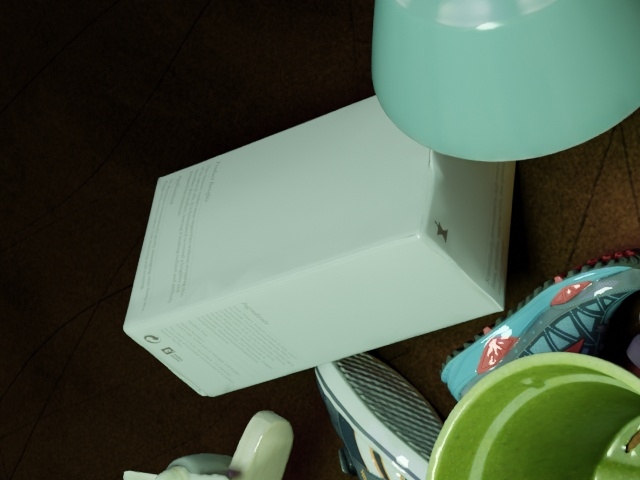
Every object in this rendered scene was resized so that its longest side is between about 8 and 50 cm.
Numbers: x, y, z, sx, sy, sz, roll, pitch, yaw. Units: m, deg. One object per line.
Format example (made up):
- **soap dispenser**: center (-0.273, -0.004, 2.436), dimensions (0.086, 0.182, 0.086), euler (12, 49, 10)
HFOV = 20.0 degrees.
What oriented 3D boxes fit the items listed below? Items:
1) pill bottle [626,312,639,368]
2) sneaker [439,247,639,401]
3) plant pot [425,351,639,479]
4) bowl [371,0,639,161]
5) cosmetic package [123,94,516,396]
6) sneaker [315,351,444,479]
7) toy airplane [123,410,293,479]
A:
- **pill bottle**: center (0.355, 0.060, 1.709), dimensions (0.086, 0.086, 0.152), euler (42, 111, 30)
- **sneaker**: center (0.245, 0.107, 1.792), dimensions (0.262, 0.104, 0.125), euler (-40, 77, 35)
- **plant pot**: center (0.276, 0.241, 1.651), dimensions (0.276, 0.254, 0.276), euler (-3, 84, 35)
- **bowl**: center (0.176, -0.243, 1.718), dimensions (0.311, 0.163, 0.312), euler (-11, 51, 14)
- **cosmetic package**: center (0.000, 0.000, 1.876), dimensions (0.385, 0.156, 0.217), euler (-16, 47, 33)
- **sneaker**: center (0.083, 0.247, 1.866), dimensions (0.321, 0.126, 0.127), euler (47, 116, 31)
- **toy airplane**: center (-0.146, 0.399, 1.871), dimensions (0.272, 0.384, 0.386), euler (23, 58, 12)
